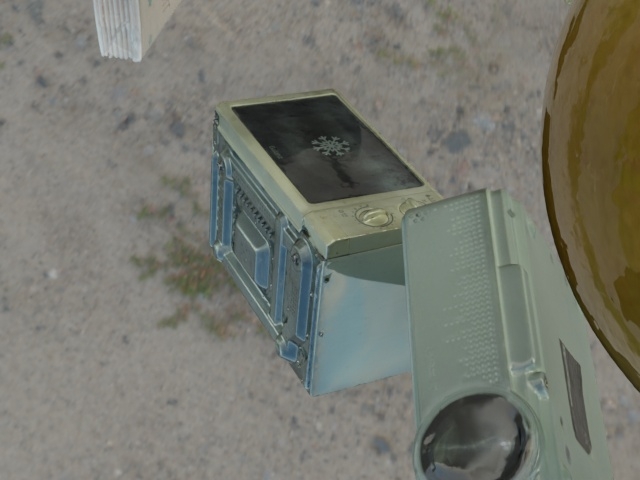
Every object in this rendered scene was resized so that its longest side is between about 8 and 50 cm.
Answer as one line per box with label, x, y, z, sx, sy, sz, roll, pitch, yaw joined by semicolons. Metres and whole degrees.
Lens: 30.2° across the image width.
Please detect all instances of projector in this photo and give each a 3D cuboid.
projector;0.141;0.111;0.857;0.099;0.256;0.192;-17;143;23

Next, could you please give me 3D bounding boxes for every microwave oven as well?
microwave oven;0.000;0.000;1.070;0.145;0.240;0.194;-9;127;-26

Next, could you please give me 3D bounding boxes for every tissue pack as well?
tissue pack;-0.228;-0.381;1.582;0.071;0.325;0.170;6;123;7

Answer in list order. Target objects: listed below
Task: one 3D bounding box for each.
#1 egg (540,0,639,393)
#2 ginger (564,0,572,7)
egg;0.222;-0.016;0.453;0.250;0.250;0.322;-25;128;22
ginger;0.343;-0.399;1.585;0.148;0.333;0.081;17;132;-27
